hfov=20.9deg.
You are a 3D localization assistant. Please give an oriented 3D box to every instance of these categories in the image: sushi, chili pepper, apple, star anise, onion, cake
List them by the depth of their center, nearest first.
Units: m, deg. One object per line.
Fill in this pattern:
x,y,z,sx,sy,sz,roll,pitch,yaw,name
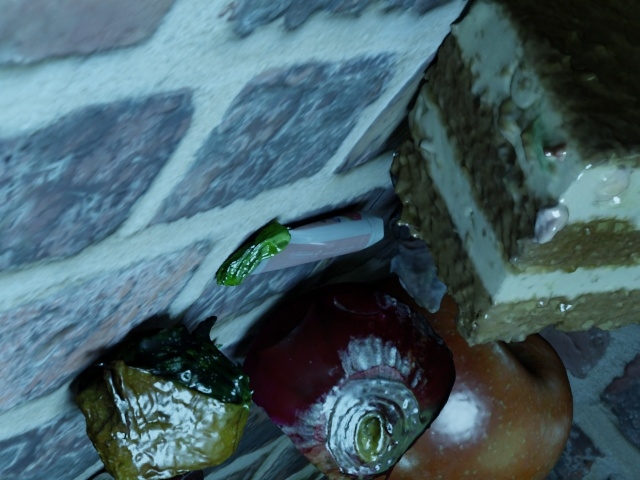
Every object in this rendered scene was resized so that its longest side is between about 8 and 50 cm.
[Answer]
-0.132,0.149,1.692,0.149,0.140,0.287,-10,-178,24,sushi
-0.065,0.014,1.697,0.091,0.030,0.034,-41,-168,-7,chili pepper
0.254,-0.079,1.705,0.282,0.255,0.290,-4,147,-31,cake
0.126,-0.025,1.973,0.257,0.111,0.198,-55,161,-75,star anise
0.030,0.142,1.990,0.207,0.206,0.216,-44,-161,-2,onion
0.161,0.199,2.254,0.277,0.348,0.348,-42,169,23,apple

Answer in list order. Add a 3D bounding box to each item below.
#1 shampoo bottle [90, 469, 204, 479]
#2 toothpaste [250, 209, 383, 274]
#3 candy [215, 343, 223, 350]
-0.242,0.320,1.926,0.278,0.104,0.104,-34,163,-38,shampoo bottle
0.000,0.000,1.833,0.067,0.043,0.194,-50,160,29,toothpaste
-0.137,0.140,1.878,0.083,0.020,0.030,-41,165,-13,candy
